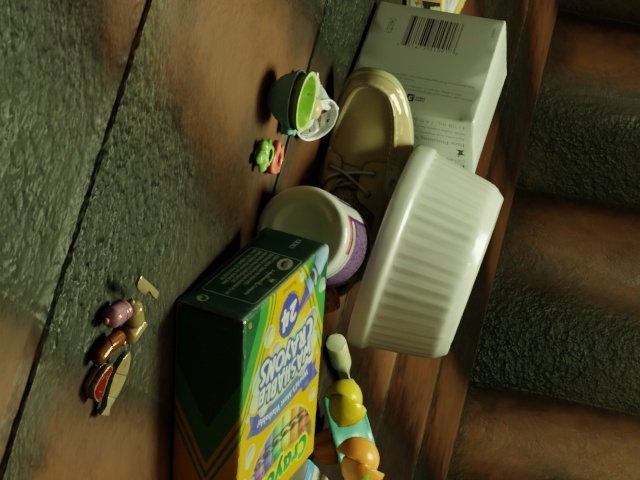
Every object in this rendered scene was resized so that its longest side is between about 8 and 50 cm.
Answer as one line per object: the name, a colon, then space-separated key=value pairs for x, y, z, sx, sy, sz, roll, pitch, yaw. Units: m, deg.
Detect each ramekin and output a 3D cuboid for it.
ramekin: x=0.136 y=0.025 z=1.915 sx=0.273 sy=0.127 sz=0.273 roll=21 pitch=90 yaw=-83

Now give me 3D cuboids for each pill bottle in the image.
pill bottle: x=0.000 y=0.000 z=1.791 sx=0.193 sy=0.108 sz=0.108 roll=24 pitch=78 yaw=-75

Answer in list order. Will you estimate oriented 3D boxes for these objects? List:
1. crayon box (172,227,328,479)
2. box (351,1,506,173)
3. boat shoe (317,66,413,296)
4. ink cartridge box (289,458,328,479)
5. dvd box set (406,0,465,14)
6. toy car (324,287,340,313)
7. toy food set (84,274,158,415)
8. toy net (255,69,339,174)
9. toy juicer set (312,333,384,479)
crayon box: x=-0.077 y=0.175 z=1.642 sx=0.203 sy=0.083 sz=0.323 roll=-42 pitch=143 yaw=-56
box: x=0.141 y=-0.204 z=2.027 sx=0.119 sy=0.181 sz=0.182 roll=78 pitch=27 yaw=-56
boat shoe: x=0.047 y=-0.069 z=1.932 sx=0.098 sy=0.109 sz=0.302 roll=-55 pitch=159 yaw=-60
ink cartridge box: x=-0.037 y=0.349 z=2.018 sx=0.180 sy=0.060 sz=0.104 roll=61 pitch=42 yaw=-69
dvd box set: x=0.192 y=-0.531 z=2.212 sx=0.307 sy=0.062 sz=0.420 roll=-64 pitch=160 yaw=-45
toy car: x=-0.010 y=0.112 z=1.940 sx=0.040 sy=0.060 sz=0.122 roll=-49 pitch=148 yaw=-57
toy food set: x=-0.182 y=0.090 z=1.341 sx=0.078 sy=0.019 sz=0.122 roll=59 pitch=52 yaw=-69
toy net: x=-0.017 y=-0.135 z=1.745 sx=0.232 sy=0.045 sz=0.122 roll=-18 pitch=118 yaw=-74
toy juicer set: x=0.023 y=0.257 z=2.125 sx=0.329 sy=0.089 sz=0.209 roll=-106 pitch=-179 yaw=-49
